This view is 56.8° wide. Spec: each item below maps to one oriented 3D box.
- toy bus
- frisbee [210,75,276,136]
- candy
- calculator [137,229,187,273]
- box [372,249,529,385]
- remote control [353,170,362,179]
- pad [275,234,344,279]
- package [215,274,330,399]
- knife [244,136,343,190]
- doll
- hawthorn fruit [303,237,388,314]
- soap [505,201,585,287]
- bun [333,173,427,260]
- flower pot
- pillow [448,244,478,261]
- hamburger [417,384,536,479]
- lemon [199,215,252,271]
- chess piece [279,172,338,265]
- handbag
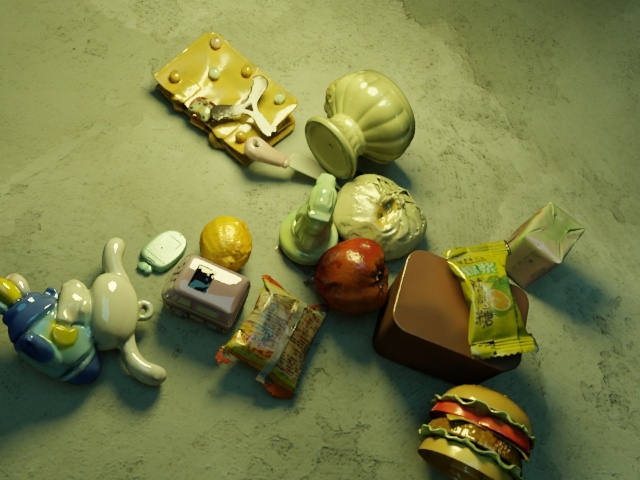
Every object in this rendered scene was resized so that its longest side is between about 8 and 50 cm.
[{"bbox_3d":[-0.292,0.131,1.509,0.203,0.142,0.142,24,60,0],"label":"toy bus"},{"bbox_3d":[-0.205,-0.378,1.758,0.211,0.012,0.187,-36,81,-15],"label":"frisbee"},{"bbox_3d":[0.418,0.139,1.454,0.187,0.081,0.297,-5,64,-15],"label":"candy"},{"bbox_3d":[-0.428,0.032,1.599,0.095,0.021,0.153,38,57,8],"label":"calculator"},{"bbox_3d":[0.332,0.221,1.568,0.339,0.229,0.239,21,59,-2],"label":"box"},{"bbox_3d":[0.117,-0.180,1.855,0.034,0.016,0.091,10,60,-4],"label":"remote control"},{"bbox_3d":[0.000,0.000,1.735,0.158,0.003,0.235,39,60,8],"label":"pad"},{"bbox_3d":[-0.111,0.231,1.510,0.223,0.108,0.288,31,55,-12],"label":"package"},{"bbox_3d":[-0.075,-0.230,1.786,0.336,0.043,0.081,20,52,-27],"label":"knife"},{"bbox_3d":[-0.578,0.198,1.396,0.366,0.187,0.376,-11,53,-31],"label":"doll"},{"bbox_3d":[0.061,0.099,1.602,0.243,0.207,0.207,-4,54,29],"label":"hawthorn fruit"},{"bbox_3d":[0.652,0.016,1.780,0.138,0.199,0.182,42,61,7],"label":"soap"},{"bbox_3d":[0.177,-0.080,1.739,0.287,0.146,0.287,7,60,-12],"label":"bun"},{"bbox_3d":[0.103,-0.337,1.778,0.244,0.307,0.307,-39,77,-22],"label":"flower pot"},{"bbox_3d":[0.431,0.096,1.772,0.233,0.038,0.130,-21,66,-24],"label":"pillow"},{"bbox_3d":[0.381,0.466,1.425,0.274,0.274,0.212,30,66,3],"label":"hamburger"},{"bbox_3d":[-0.253,0.005,1.588,0.142,0.142,0.187,6,41,-11],"label":"lemon"},{"bbox_3d":[-0.012,-0.064,1.592,0.176,0.298,0.175,5,63,-10],"label":"chess piece"},{"bbox_3d":[-0.289,-0.441,1.837,0.401,0.133,0.283,43,69,8],"label":"handbag"}]
